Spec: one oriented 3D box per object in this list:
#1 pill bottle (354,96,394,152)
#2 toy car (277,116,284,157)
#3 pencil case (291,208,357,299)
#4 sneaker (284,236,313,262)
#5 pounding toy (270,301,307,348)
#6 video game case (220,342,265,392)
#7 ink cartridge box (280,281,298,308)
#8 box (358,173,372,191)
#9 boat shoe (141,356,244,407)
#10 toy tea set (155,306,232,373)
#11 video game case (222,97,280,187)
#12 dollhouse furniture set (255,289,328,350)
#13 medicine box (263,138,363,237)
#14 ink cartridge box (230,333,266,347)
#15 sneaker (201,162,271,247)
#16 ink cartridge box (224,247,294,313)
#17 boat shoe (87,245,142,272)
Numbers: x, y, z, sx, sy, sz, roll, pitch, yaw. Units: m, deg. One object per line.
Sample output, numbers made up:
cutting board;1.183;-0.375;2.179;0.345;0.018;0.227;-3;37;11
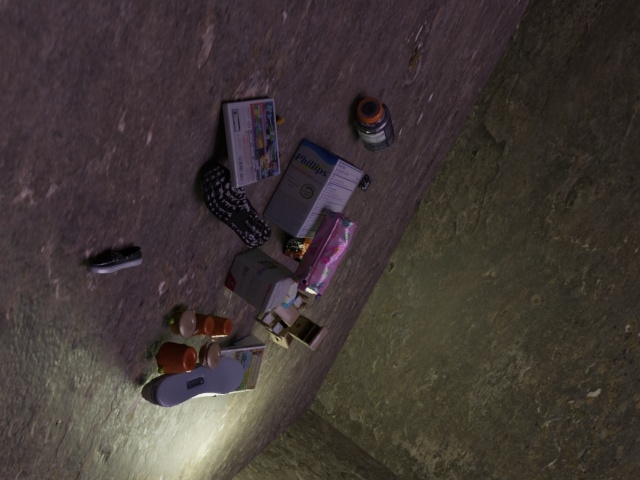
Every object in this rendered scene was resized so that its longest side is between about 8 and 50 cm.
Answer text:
pill bottle;0.195;-0.426;1.847;0.130;0.131;0.245;-56;161;-4
toy car;-0.118;-0.283;1.421;0.122;0.060;0.040;-55;-166;14
pencil case;0.012;0.042;1.658;0.284;0.124;0.124;-61;161;-3
sneaker;-0.069;-0.002;1.890;0.120;0.099;0.262;-65;-172;-16
pounding toy;-0.147;0.357;2.320;0.206;0.094;0.181;-57;157;-27
video game case;-0.334;0.507;1.986;0.207;0.026;0.226;0;118;-29
ink cartridge box;-0.144;0.170;1.995;0.062;0.104;0.181;-39;154;-44
box;0.204;-0.260;2.305;0.067;0.018;0.083;-58;161;1
boat shoe;-0.435;0.477;1.706;0.367;0.157;0.135;-6;87;-52
toy tea set;-0.410;0.319;1.617;0.336;0.125;0.199;30;61;-69
video game case;-0.169;-0.249;1.271;0.183;0.023;0.201;-30;121;-54
dollhouse furniture set;-0.104;0.335;2.136;0.212;0.161;0.242;-51;131;-16
medicine box;-0.017;-0.162;1.711;0.289;0.149;0.263;-61;161;9
ink cartridge box;-0.331;0.508;2.100;0.148;0.086;0.203;-12;132;-63
sneaker;-0.244;-0.103;1.352;0.107;0.124;0.283;-34;133;-6
ink cartridge box;-0.199;0.131;1.685;0.127;0.176;0.128;-22;141;-59
boat shoe;-0.455;0.041;1.122;0.142;0.049;0.040;-19;119;-64
